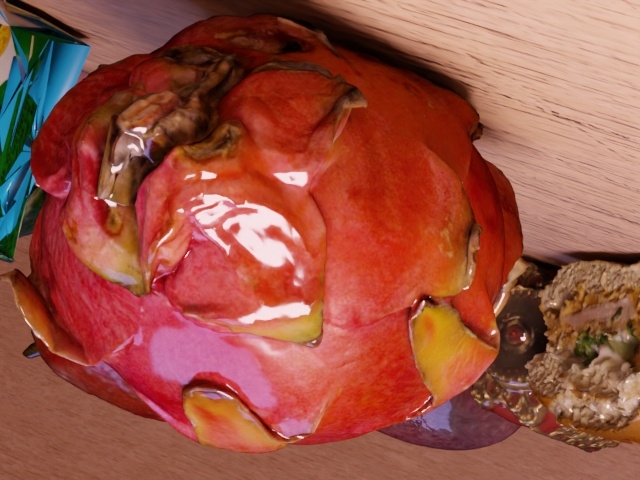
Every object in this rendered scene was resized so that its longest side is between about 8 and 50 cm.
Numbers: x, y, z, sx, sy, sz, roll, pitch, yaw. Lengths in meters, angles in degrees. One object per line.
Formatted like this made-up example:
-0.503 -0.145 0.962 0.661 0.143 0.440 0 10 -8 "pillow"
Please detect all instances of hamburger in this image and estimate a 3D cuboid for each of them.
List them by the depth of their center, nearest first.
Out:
0.278 0.101 1.082 0.156 0.144 0.283 21 174 -13 "hamburger"

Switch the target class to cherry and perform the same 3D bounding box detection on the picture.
0.147 0.149 1.682 0.239 0.206 0.239 23 148 15 "cherry"

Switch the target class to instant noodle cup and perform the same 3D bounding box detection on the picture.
-0.300 -0.102 0.984 0.240 0.178 0.240 20 176 2 "instant noodle cup"

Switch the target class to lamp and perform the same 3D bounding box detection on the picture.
0.248 0.120 1.365 0.177 0.177 0.274 18 173 33 "lamp"

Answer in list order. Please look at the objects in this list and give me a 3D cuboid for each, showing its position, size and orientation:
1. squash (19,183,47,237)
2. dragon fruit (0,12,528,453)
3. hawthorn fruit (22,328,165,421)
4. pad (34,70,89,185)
-0.360 -0.103 1.332 0.252 0.165 0.252 21 178 1 "squash"
-0.020 -0.001 0.704 0.250 0.250 0.315 20 -168 2 "dragon fruit"
-0.169 0.066 1.394 0.369 0.285 0.285 -21 157 22 "hawthorn fruit"
-0.276 -0.119 1.124 0.187 0.113 0.006 22 162 -20 "pad"
